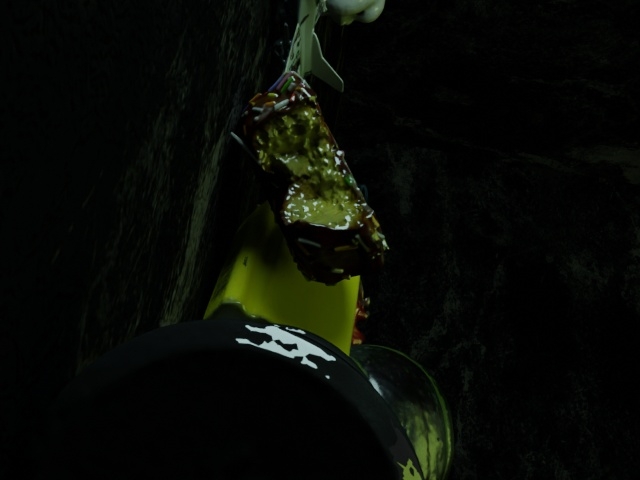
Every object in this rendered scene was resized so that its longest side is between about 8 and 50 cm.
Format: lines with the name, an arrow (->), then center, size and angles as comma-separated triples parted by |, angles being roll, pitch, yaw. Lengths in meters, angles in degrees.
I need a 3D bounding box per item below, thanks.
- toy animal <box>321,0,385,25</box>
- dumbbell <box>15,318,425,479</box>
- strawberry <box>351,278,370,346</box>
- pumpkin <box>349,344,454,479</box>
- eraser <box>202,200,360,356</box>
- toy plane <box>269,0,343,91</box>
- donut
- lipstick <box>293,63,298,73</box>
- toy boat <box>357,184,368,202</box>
toy animal -> 0.044, -0.431, 1.362 | 0.193, 0.127, 0.179 | -74, 171, -63
dumbbell -> -0.046, 0.152, 0.559 | 0.322, 0.203, 0.204 | 87, 13, -84
strawberry -> -0.040, 0.082, 1.301 | 0.280, 0.150, 0.253 | -57, 137, -49
pumpkin -> 0.012, 0.265, 1.157 | 0.323, 0.323, 0.241 | 94, -16, -73
eraser -> -0.037, 0.062, 1.003 | 0.069, 0.158, 0.226 | -44, -162, 28
toy plane -> -0.027, -0.266, 1.075 | 0.234, 0.082, 0.160 | 72, 34, -53
donut -> -0.017, -0.058, 0.941 | 0.230, 0.096, 0.216 | 64, -4, -7
lipstick -> -0.038, -0.263, 1.343 | 0.027, 0.027, 0.177 | -75, 173, -68
toy boat -> 0.000, 0.000, 1.536 | 0.246, 0.093, 0.103 | -50, 136, -2
